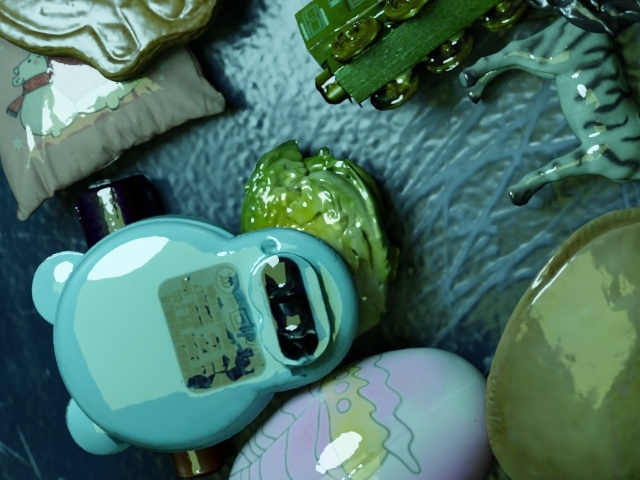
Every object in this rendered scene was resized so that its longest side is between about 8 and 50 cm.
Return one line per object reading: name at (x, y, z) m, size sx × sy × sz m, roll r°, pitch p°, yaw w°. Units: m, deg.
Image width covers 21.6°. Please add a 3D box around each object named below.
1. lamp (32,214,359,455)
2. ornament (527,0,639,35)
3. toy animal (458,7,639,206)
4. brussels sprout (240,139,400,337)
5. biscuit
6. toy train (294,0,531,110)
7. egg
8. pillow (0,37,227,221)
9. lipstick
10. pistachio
lamp at (-0.105, 0.076, 1.485) m, size 0.284 × 0.147 × 0.209 m, roll -14°, pitch 96°, yaw 23°
ornament at (0.265, -0.262, 1.393) m, size 0.251 × 0.106 × 0.260 m, roll -38°, pitch 84°, yaw -24°
toy animal at (0.232, -0.089, 1.475) m, size 0.170 × 0.090 × 0.255 m, roll -42°, pitch 89°, yaw 4°
brussels sprout at (0.001, 0.000, 1.545) m, size 0.139 × 0.100 × 0.181 m, roll -22°, pitch 106°, yaw 19°
biscuit at (-0.194, -0.284, 1.542) m, size 0.257 × 0.049 × 0.273 m, roll 29°, pitch 80°, yaw 11°
toy train at (0.085, -0.209, 1.479) m, size 0.225 × 0.137 × 0.090 m, roll -35°, pitch 124°, yaw 11°
egg at (0.038, 0.207, 1.501) m, size 0.196 × 0.196 × 0.271 m, roll 48°, pitch 114°, yaw 6°
pillow at (-0.232, -0.166, 1.590) m, size 0.236 × 0.084 × 0.223 m, roll -31°, pitch 81°, yaw 9°
lipstick at (-0.158, 0.084, 1.603) m, size 0.081 × 0.081 × 0.299 m, roll -16°, pitch 92°, yaw 17°
pistachio at (0.240, 0.099, 1.434) m, size 0.213 × 0.163 × 0.260 m, roll -14°, pitch 113°, yaw -21°
